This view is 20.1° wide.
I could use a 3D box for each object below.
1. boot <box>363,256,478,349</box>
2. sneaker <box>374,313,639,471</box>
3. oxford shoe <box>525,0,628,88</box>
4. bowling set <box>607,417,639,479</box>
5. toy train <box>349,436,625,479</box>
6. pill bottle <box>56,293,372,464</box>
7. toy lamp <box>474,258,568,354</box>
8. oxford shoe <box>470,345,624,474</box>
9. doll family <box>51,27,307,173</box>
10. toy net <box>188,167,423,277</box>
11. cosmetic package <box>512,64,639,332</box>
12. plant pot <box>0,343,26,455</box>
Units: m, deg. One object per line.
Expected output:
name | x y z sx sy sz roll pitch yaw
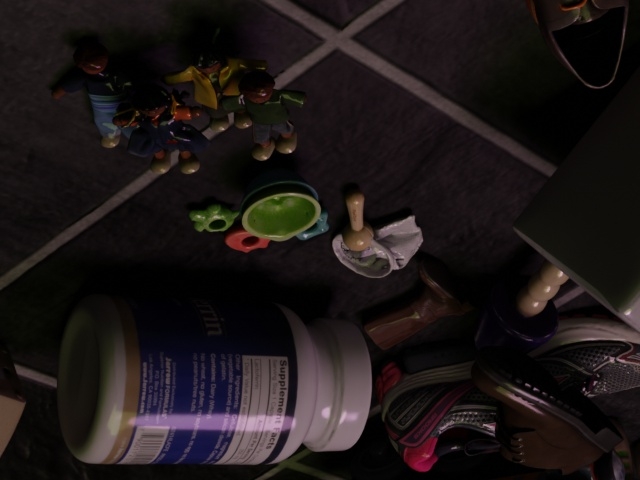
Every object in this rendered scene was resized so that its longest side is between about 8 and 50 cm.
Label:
boot | 0.080 0.064 1.734 0.114 0.037 0.106 -23 144 22
sneaker | 0.211 0.161 1.854 0.299 0.112 0.121 -13 147 -2
oxford shoe | 0.185 -0.214 1.295 0.097 0.098 0.271 -18 147 7
bowling set | 0.286 0.291 2.036 0.287 0.154 0.200 -18 147 5
toy train | 0.154 0.293 1.903 0.334 0.190 0.142 -11 118 17
pill bottle | -0.096 0.129 1.656 0.264 0.153 0.153 4 143 -25
toy lamp | 0.225 0.022 1.685 0.080 0.080 0.275 5 142 -27
oxford shoe | 0.202 0.174 1.736 0.096 0.083 0.227 -43 133 10
doll family | -0.108 -0.108 1.372 0.193 0.076 0.111 -13 152 4
toy net | 0.000 0.000 1.596 0.122 0.045 0.232 -36 141 30
cosmetic package | 0.396 0.034 1.572 0.230 0.161 0.453 -51 132 3
plant pot | -0.331 0.141 1.641 0.096 0.109 0.109 -44 138 20
